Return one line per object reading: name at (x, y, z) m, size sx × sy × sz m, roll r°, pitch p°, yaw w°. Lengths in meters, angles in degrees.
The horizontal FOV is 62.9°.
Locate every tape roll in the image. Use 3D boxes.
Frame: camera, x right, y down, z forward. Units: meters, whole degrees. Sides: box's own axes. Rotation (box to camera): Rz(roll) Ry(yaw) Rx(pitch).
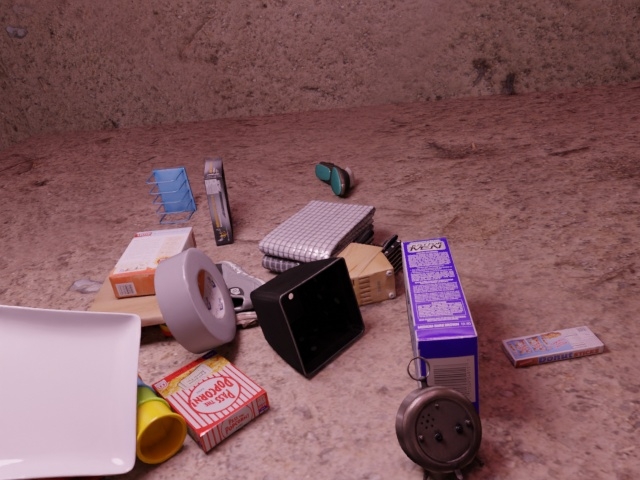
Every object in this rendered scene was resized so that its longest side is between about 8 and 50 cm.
tape roll at (-0.265, 0.129, 1.131) m, size 0.072 × 0.219 × 0.219 m, roll -22°, pitch 27°, yaw 8°

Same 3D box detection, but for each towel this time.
towel at (0.000, 0.000, 1.461) m, size 0.235 × 0.121 × 0.283 m, roll 8°, pitch 34°, yaw 32°

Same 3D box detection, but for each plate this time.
plate at (-0.447, 0.247, 0.862) m, size 0.277 × 0.045 × 0.278 m, roll 9°, pitch 56°, yaw -28°

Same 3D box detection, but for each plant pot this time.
plant pot at (-0.044, 0.149, 1.135) m, size 0.187 × 0.188 × 0.167 m, roll -31°, pitch 24°, yaw -36°

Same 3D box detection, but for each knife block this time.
knife block at (0.089, 0.066, 1.341) m, size 0.275 × 0.088 × 0.242 m, roll -13°, pitch 27°, yaw -9°

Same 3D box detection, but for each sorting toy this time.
sorting toy at (-0.418, 0.156, 1.307) m, size 0.257 × 0.089 × 0.255 m, roll -8°, pitch 28°, yaw -1°

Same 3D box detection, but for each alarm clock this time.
alarm clock at (0.182, 0.279, 0.832) m, size 0.129 × 0.192 × 0.064 m, roll -16°, pitch -14°, yaw -10°

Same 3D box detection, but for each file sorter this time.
file sorter at (-0.526, -0.155, 1.840) m, size 0.118 × 0.170 × 0.104 m, roll -4°, pitch 32°, yaw 9°

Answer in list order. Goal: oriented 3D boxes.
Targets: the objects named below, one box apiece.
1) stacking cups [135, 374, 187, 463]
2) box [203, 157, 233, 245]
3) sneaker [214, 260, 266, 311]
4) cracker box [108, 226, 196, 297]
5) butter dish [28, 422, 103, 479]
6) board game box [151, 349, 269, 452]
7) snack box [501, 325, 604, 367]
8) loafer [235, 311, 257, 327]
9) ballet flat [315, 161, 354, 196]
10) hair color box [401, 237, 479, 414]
stacking cups at (-0.378, 0.307, 1.016) m, size 0.096 × 0.096 × 0.316 m, roll -29°, pitch 32°, yaw -34°
box at (-0.322, -0.126, 1.659) m, size 0.056 × 0.231 × 0.183 m, roll -8°, pitch 28°, yaw -7°
sneaker at (-0.241, 0.118, 1.310) m, size 0.228 × 0.086 × 0.132 m, roll 16°, pitch 24°, yaw 38°
cracker box at (-0.419, 0.051, 1.337) m, size 0.155 × 0.067 × 0.232 m, roll -6°, pitch 29°, yaw 3°
butter dish at (-0.453, 0.340, 0.903) m, size 0.159 × 0.118 × 0.160 m, roll -17°, pitch 55°, yaw -12°
board game box at (-0.215, 0.303, 1.019) m, size 0.146 × 0.045 × 0.193 m, roll -27°, pitch 33°, yaw -35°
snack box at (0.458, 0.209, 1.037) m, size 0.178 × 0.022 × 0.064 m, roll -9°, pitch 29°, yaw -2°
loafer at (-0.191, 0.192, 1.242) m, size 0.125 × 0.039 × 0.045 m, roll -5°, pitch -9°, yaw 2°
ballet flat at (0.067, -0.236, 1.915) m, size 0.096 × 0.095 × 0.280 m, roll -4°, pitch 25°, yaw -19°
hair color box at (0.227, 0.155, 1.028) m, size 0.110 × 0.185 × 0.339 m, roll -5°, pitch 27°, yaw 9°
